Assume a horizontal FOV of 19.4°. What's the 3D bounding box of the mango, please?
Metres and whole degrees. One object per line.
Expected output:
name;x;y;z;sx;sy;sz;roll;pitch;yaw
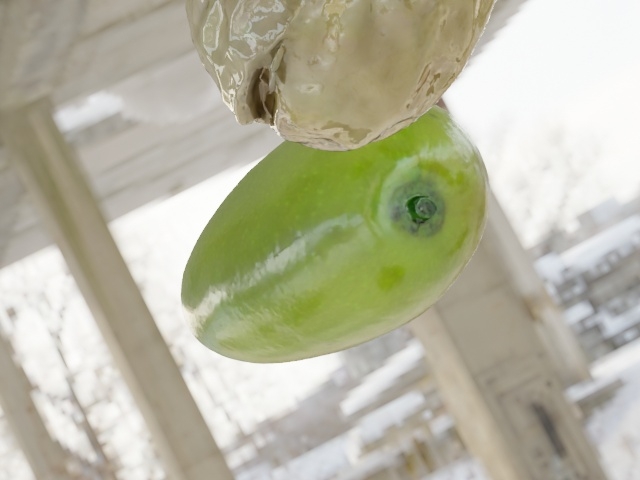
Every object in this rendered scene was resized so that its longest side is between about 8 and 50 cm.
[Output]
mango;0.000;0.000;1.428;0.343;0.156;0.192;-27;24;50

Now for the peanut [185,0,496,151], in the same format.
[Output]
peanut;0.032;-0.185;0.841;0.149;0.313;0.149;15;-12;3
